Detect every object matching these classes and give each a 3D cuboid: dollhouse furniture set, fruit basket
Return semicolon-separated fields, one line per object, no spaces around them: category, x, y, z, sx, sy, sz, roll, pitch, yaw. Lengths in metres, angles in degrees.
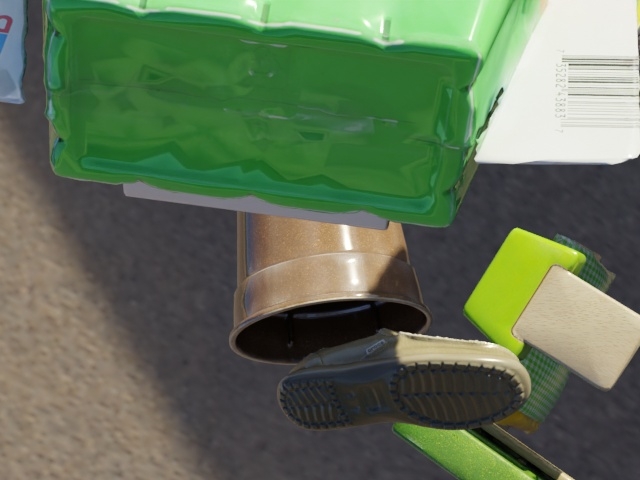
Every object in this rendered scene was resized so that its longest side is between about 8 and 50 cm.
dollhouse furniture set;0.205;0.116;1.484;0.151;0.301;0.197;33;95;19
fruit basket;-0.007;-0.158;0.914;0.327;0.165;0.353;7;38;1

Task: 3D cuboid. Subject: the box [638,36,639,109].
box;0.411;-0.231;1.452;0.183;0.296;0.294;-150;52;-61

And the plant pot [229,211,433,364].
plant pot;0.000;0.000;1.505;0.167;0.167;0.165;-20;65;30

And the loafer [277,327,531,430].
loafer;0.048;0.075;1.049;0.148;0.056;0.050;-2;36;17

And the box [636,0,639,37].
box;0.179;-0.179;1.044;0.207;0.036;0.114;-44;36;-15
